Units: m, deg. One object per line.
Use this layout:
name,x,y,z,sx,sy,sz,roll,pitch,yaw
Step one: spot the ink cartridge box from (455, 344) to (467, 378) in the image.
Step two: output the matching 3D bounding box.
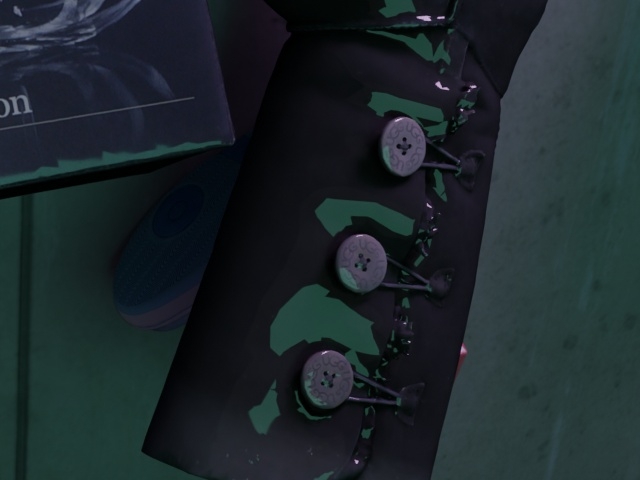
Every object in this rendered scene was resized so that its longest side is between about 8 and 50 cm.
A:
ink cartridge box,0.019,0.150,1.140,0.158,0.092,0.218,-14,144,-25

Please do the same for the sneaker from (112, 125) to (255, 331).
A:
sneaker,0.000,0.000,1.056,0.319,0.127,0.208,-41,130,-4

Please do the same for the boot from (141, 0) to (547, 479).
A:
boot,-0.039,-0.057,0.876,0.367,0.146,0.445,17,93,-20

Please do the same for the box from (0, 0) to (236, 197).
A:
box,-0.254,-0.163,0.655,0.343,0.179,0.312,-13,93,-20
